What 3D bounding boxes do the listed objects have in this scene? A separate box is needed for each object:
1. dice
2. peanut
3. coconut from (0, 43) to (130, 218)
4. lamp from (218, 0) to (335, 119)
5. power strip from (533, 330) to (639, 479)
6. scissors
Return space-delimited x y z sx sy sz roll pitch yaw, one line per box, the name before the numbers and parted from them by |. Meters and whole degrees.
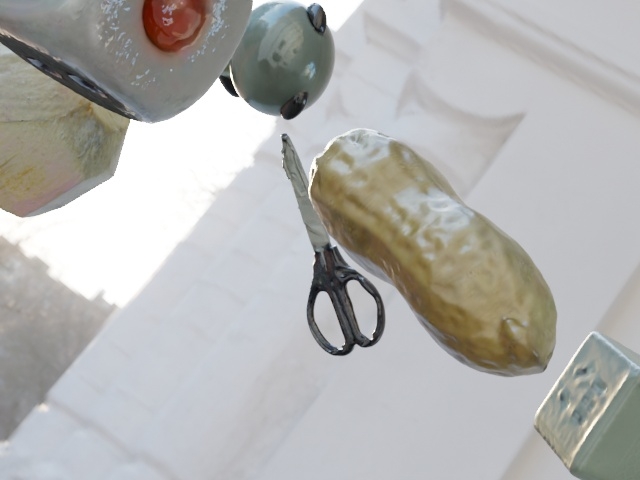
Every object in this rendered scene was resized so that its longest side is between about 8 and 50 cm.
dice | -0.193 -0.235 1.035 0.192 0.193 0.194 24 -7 35
peanut | 0.086 0.006 0.847 0.117 0.101 0.263 24 16 -49
coconut | -0.370 -0.141 1.395 0.237 0.237 0.197 51 19 -33
lamp | -0.084 -0.309 1.857 0.244 0.198 0.198 18 -27 49
power strip | 0.376 0.224 1.232 0.224 0.139 0.140 30 8 -15
scissors | 0.000 0.000 1.419 0.022 0.109 0.300 -7 76 -62
